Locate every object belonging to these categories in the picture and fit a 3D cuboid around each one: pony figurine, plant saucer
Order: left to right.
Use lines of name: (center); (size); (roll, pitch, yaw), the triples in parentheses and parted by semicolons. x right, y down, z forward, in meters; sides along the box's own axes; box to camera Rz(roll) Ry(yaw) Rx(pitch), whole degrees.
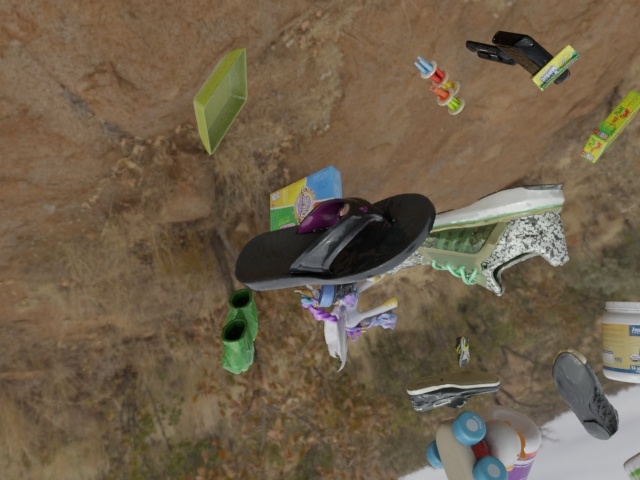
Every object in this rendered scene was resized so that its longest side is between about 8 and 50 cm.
plant saucer: (-0.229, -0.318, 1.185); (0.045, 0.188, 0.188); (25, 158, 4)
pony figurine: (0.107, 0.283, 1.994); (0.363, 0.351, 0.303); (-13, 180, -11)

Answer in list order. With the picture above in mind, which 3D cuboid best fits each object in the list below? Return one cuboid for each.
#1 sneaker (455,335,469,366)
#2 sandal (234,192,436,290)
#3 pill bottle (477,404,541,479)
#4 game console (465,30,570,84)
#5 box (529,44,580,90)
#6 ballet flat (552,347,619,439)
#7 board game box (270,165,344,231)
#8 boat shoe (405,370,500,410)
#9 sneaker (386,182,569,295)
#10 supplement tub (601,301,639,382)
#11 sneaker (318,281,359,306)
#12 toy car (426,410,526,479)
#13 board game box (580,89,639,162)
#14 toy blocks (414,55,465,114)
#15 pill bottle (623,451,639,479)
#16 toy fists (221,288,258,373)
sneaker: (0.388, 0.303, 1.438); (0.031, 0.083, 0.035); (10, 173, -26)
sandal: (-0.001, 0.002, 1.002); (0.445, 0.168, 0.107); (-16, 138, 28)
pill bottle: (0.512, 0.663, 1.540); (0.181, 0.181, 0.323); (-2, 112, -36)
game console: (0.548, -0.552, 1.540); (0.213, 0.361, 0.044); (23, 105, -30)
box: (0.547, -0.404, 1.232); (0.105, 0.043, 0.179); (-44, -179, 25)
ballet flat: (0.372, 0.211, 0.739); (0.057, 0.173, 0.049); (-9, -148, 45)
board game box: (-0.058, -0.124, 2.047); (0.316, 0.242, 0.064); (-22, 149, 31)
boat shoe: (0.339, 0.383, 1.329); (0.233, 0.079, 0.084); (-14, -172, 18)
sneaker: (0.292, 0.029, 1.034); (0.410, 0.182, 0.158); (-24, 163, 40)
supplement tub: (0.812, 0.260, 1.362); (0.144, 0.200, 0.144); (1, 174, 0)
sneaker: (0.053, 0.107, 1.325); (0.090, 0.232, 0.082); (16, 112, 3)
toy car: (0.425, 0.533, 1.300); (0.237, 0.210, 0.219); (-6, 141, -19)
board game box: (0.766, -0.298, 1.374); (0.181, 0.043, 0.092); (-45, 157, -12)
toy blocks: (0.309, -0.412, 1.380); (0.148, 0.123, 0.054); (25, 136, -34)
pill bottle: (0.539, 0.385, 0.690); (0.136, 0.246, 0.136); (-15, 143, -12)
toy fists: (-0.242, 0.275, 1.571); (0.096, 0.279, 0.142); (-8, 120, 2)
